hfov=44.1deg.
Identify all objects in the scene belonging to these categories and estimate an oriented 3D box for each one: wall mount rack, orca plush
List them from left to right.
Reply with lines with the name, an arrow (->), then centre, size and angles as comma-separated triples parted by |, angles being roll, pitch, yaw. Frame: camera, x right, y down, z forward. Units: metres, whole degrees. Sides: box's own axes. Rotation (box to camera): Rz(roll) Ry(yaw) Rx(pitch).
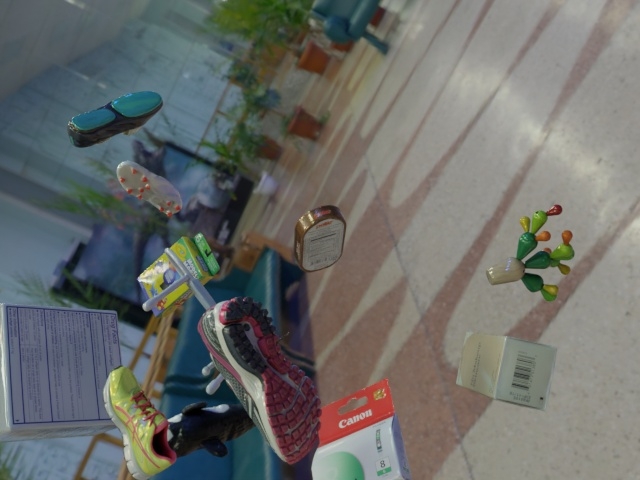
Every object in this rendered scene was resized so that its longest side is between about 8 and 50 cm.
wall mount rack -> -0.259, 0.184, 1.660 | 0.130, 0.350, 0.304 | -38, 4, -13
orca plush -> -0.207, 0.406, 1.606 | 0.151, 0.287, 0.102 | -60, 43, 31

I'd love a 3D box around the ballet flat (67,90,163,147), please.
ballet flat -> -0.383, -0.221, 1.470 | 0.203, 0.074, 0.074 | -32, -12, -41

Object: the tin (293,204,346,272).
tin -> 0.000, 0.000, 1.643 | 0.040, 0.106, 0.190 | 59, 160, 32

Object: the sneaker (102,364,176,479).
sneaker -> -0.312, 0.316, 1.406 | 0.094, 0.209, 0.081 | -20, 2, 25

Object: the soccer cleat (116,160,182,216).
soccer cleat -> -0.386, -0.125, 1.775 | 0.068, 0.196, 0.076 | -32, 48, 16

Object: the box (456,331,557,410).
box -> 0.424, 0.296, 1.837 | 0.311, 0.121, 0.148 | 135, 148, -82

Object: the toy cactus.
toy cactus -> 0.416, 0.036, 1.577 | 0.112, 0.180, 0.219 | -113, 7, -48

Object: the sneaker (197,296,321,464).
sneaker -> -0.098, 0.233, 1.325 | 0.112, 0.299, 0.121 | -20, 8, 46

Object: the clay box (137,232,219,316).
clay box -> -0.372, 0.088, 2.065 | 0.222, 0.127, 0.053 | -41, -23, 24

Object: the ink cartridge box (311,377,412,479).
ink cartridge box -> 0.066, 0.384, 1.509 | 0.181, 0.056, 0.225 | -28, 48, 19

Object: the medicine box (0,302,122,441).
medicine box -> -0.586, 0.290, 1.718 | 0.149, 0.289, 0.264 | -25, 67, 36
